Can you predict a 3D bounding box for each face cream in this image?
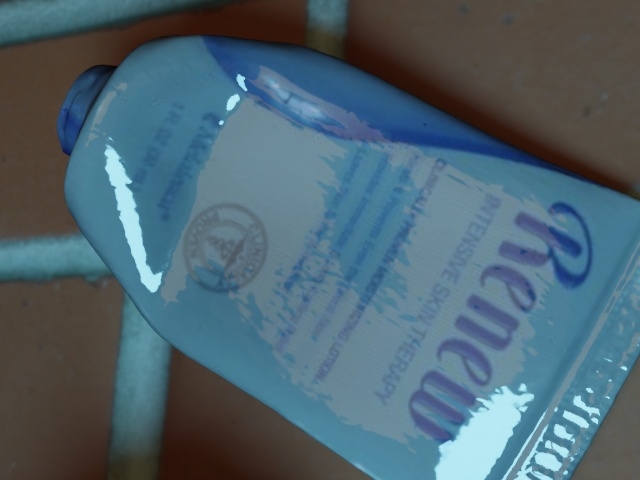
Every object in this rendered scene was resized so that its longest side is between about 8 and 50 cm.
[{"bbox_3d":[0.000,0.000,0.765,0.420,0.137,0.234,30,91,22],"label":"face cream"}]
